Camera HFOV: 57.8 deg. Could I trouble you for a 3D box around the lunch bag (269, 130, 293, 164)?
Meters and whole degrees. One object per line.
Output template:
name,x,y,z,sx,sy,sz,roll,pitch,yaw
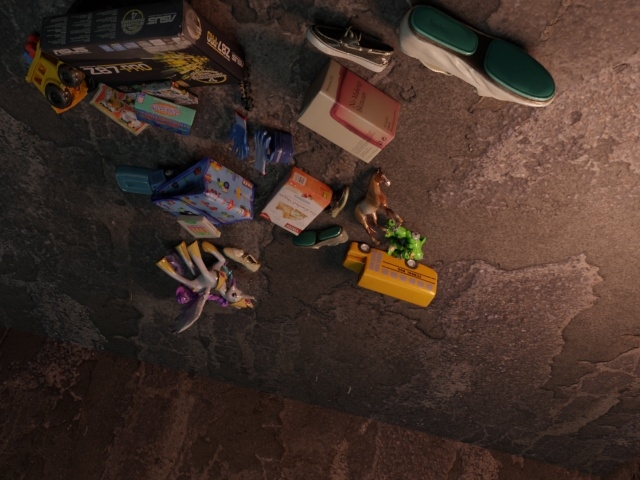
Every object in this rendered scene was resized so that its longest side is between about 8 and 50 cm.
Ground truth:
lunch bag,-0.121,-0.280,1.731,0.065,0.098,0.067,7,144,-19

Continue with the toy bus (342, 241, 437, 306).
toy bus,0.243,0.120,2.080,0.333,0.130,0.108,18,142,-4

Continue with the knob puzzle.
knob puzzle,-0.595,-0.413,1.774,0.213,0.029,0.213,9,142,7

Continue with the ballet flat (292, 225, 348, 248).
ballet flat,0.000,0.000,2.061,0.213,0.072,0.068,-11,140,29

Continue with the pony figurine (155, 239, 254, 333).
pony figurine,-0.479,0.179,2.323,0.351,0.302,0.363,-25,113,29

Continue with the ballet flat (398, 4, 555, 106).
ballet flat,0.363,-0.423,1.382,0.401,0.139,0.139,25,141,-7

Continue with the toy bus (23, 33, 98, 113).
toy bus,-0.736,-0.506,1.633,0.211,0.149,0.220,44,134,-10

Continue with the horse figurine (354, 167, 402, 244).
horse figurine,0.175,-0.094,1.856,0.174,0.066,0.263,52,152,8

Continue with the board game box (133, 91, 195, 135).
board game box,-0.449,-0.360,1.675,0.160,0.047,0.210,16,176,-15

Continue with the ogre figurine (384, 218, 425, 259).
ogre figurine,0.285,0.007,1.961,0.118,0.097,0.196,16,131,28

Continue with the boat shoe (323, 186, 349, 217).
boat shoe,0.051,-0.126,1.896,0.049,0.056,0.152,17,143,-11

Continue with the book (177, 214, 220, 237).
book,-0.413,-0.049,1.981,0.097,0.035,0.144,3,160,16

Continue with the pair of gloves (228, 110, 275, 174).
pair of gloves,-0.209,-0.286,1.732,0.198,0.023,0.159,40,142,25

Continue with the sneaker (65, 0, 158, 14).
sneaker,-0.500,-0.584,1.485,0.319,0.112,0.131,-4,155,29

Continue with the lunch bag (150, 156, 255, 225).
lunch bag,-0.400,-0.135,1.929,0.294,0.138,0.221,-15,151,34

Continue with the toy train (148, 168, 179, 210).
toy train,-0.522,-0.169,1.994,0.105,0.080,0.184,-16,146,-9

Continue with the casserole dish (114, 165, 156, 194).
casserole dish,-0.642,-0.208,2.044,0.189,0.036,0.114,8,141,11

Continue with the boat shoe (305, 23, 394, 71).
boat shoe,0.074,-0.490,1.422,0.220,0.077,0.070,16,144,-15

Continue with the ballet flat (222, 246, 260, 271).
ballet flat,-0.305,0.063,2.269,0.168,0.057,0.052,36,110,-30

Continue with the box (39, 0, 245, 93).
box,-0.434,-0.477,1.466,0.396,0.097,0.318,1,173,17

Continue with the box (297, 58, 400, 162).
box,0.078,-0.342,1.540,0.233,0.148,0.127,28,140,-17

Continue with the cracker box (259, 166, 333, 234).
cracker box,-0.083,-0.126,1.932,0.156,0.067,0.232,28,141,-16

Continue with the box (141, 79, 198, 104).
box,-0.413,-0.406,1.601,0.094,0.027,0.137,0,176,19

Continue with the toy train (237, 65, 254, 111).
toy train,-0.214,-0.430,1.630,0.036,0.027,0.158,17,144,15
